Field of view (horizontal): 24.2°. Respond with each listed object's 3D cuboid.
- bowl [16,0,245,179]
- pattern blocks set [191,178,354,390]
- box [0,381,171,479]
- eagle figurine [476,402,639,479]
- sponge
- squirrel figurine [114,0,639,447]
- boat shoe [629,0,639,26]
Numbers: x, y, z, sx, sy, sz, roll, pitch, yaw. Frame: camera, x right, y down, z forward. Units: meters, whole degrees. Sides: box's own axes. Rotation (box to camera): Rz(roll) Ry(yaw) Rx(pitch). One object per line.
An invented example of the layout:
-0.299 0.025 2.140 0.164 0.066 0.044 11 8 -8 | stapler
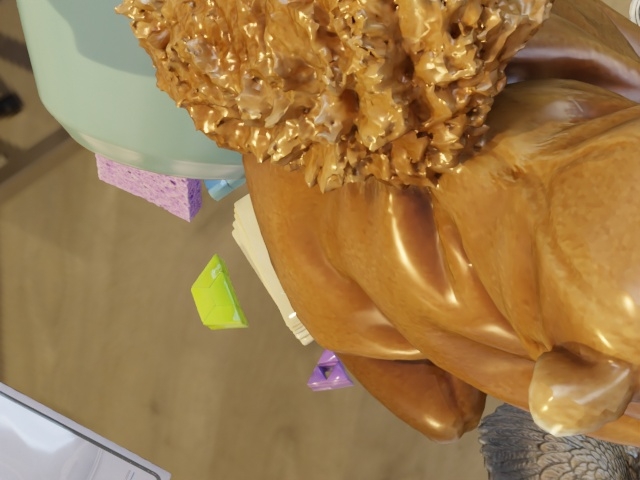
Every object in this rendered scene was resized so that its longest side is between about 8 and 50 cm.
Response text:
-0.103 -0.154 1.183 0.312 0.311 0.163 20 113 21 | bowl
0.000 0.000 1.484 0.285 0.324 0.026 -25 146 14 | pattern blocks set
-0.251 0.141 0.825 0.290 0.169 0.087 32 157 -16 | box
0.242 0.174 1.120 0.225 0.226 0.298 40 170 13 | eagle figurine
-0.179 -0.102 1.519 0.117 0.031 0.210 27 153 12 | sponge
0.080 -0.043 0.722 0.397 0.370 0.281 42 92 -19 | squirrel figurine
0.491 -0.335 1.656 0.121 0.119 0.335 44 88 -7 | boat shoe
